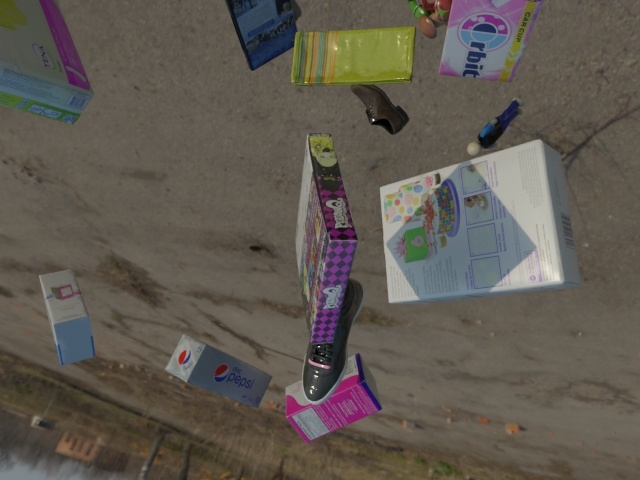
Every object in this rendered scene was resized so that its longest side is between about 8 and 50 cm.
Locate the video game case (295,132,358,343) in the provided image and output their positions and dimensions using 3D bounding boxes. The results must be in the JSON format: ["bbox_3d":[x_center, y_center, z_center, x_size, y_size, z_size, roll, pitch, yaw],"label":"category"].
[{"bbox_3d":[0.000,0.000,0.739,0.042,0.210,0.232,-1,138,-10],"label":"video game case"}]

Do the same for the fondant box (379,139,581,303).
[{"bbox_3d":[0.273,-0.016,0.936,0.331,0.238,0.096,-13,165,41],"label":"fondant box"}]

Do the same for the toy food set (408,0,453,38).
[{"bbox_3d":[0.213,-0.470,1.020,0.217,0.071,0.128,52,180,18],"label":"toy food set"}]

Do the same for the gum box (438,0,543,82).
[{"bbox_3d":[0.230,-0.300,0.697,0.107,0.062,0.188,11,158,9],"label":"gum box"}]

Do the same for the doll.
[{"bbox_3d":[0.460,-0.290,1.350,0.046,0.189,0.129,40,170,28],"label":"doll"}]

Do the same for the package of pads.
[{"bbox_3d":[-0.563,-0.367,0.907,0.101,0.296,0.229,-37,160,24],"label":"package of pads"}]

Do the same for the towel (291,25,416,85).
[{"bbox_3d":[0.057,-0.345,0.959,0.238,0.102,0.021,6,-173,22],"label":"towel"}]

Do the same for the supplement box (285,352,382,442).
[{"bbox_3d":[0.030,0.402,1.305,0.220,0.111,0.113,-26,114,9],"label":"supplement box"}]

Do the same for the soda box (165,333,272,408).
[{"bbox_3d":[-0.249,0.337,1.299,0.091,0.098,0.286,13,161,38],"label":"soda box"}]

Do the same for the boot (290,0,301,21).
[{"bbox_3d":[-0.102,-0.837,1.489,0.223,0.118,0.338,-33,119,12],"label":"boot"}]

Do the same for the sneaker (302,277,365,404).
[{"bbox_3d":[0.006,0.203,1.112,0.105,0.295,0.147,13,164,27],"label":"sneaker"}]

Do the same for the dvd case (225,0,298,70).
[{"bbox_3d":[-0.159,-0.625,1.445,0.022,0.180,0.253,50,168,31],"label":"dvd case"}]

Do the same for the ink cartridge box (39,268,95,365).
[{"bbox_3d":[-0.391,0.116,0.789,0.122,0.052,0.088,47,138,42],"label":"ink cartridge box"}]

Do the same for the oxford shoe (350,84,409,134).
[{"bbox_3d":[0.179,-0.434,1.670,0.227,0.096,0.083,40,165,-3],"label":"oxford shoe"}]
